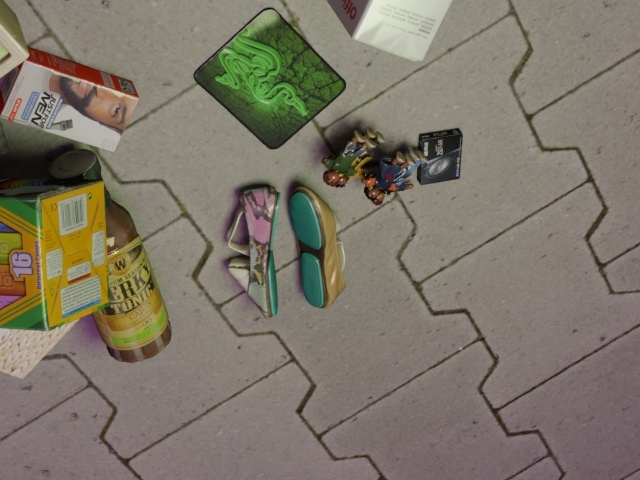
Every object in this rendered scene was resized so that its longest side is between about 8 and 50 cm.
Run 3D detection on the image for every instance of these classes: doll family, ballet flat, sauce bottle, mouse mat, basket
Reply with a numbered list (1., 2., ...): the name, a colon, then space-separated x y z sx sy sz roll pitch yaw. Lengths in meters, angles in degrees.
1. doll family: 0.076 -0.103 2.018 0.193 0.076 0.111 24 119 -31
2. ballet flat: 0.000 0.000 2.082 0.073 0.080 0.232 -34 137 -31
3. sauce bottle: -0.309 0.025 1.950 0.111 0.111 0.344 -21 128 -5
4. mouse mat: -0.069 -0.228 1.925 0.152 0.007 0.189 -41 126 11
5. ballet flat: -0.102 0.017 2.052 0.079 0.077 0.221 2 120 0
6. basket: -0.436 0.105 1.961 0.167 0.113 0.103 -45 130 13

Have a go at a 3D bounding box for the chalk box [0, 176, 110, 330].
1. chalk box: -0.449 0.013 1.783 0.289 0.180 0.179 1 100 20

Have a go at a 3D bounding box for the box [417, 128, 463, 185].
1. box: 0.184 -0.129 2.078 0.067 0.018 0.083 -9 126 -14

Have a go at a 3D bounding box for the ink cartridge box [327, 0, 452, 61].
1. ink cartridge box: 0.114 -0.401 1.748 0.114 0.197 0.273 13 118 -25

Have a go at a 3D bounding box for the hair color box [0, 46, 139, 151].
1. hair color box: -0.342 -0.191 1.822 0.167 0.053 0.093 15 116 -29

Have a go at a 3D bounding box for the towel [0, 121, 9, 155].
1. towel: -0.603 -0.188 1.741 0.324 0.056 0.312 -21 131 -8

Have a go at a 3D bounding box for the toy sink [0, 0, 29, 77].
1. toy sink: -0.497 -0.231 1.628 0.234 0.131 0.153 -34 131 5
